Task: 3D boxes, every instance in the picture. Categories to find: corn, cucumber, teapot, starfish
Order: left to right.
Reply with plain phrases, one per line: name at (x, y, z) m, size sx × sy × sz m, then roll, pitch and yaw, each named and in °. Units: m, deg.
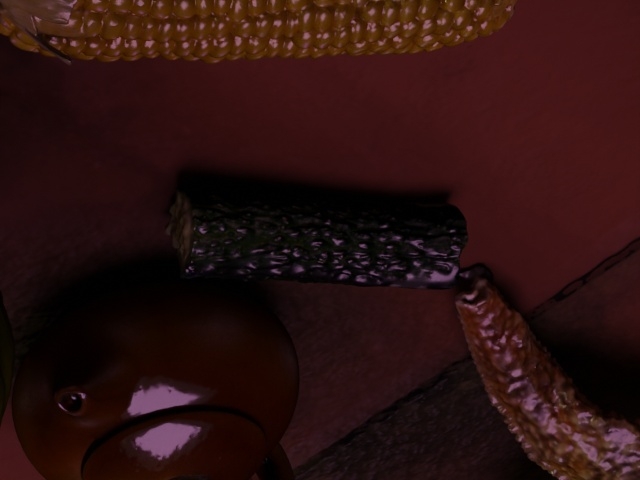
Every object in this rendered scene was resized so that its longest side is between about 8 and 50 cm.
teapot at (-0.086, 0.121, 1.095) m, size 0.178 × 0.135 × 0.252 m, roll -26°, pitch 141°, yaw 19°
corn at (-0.032, -0.127, 0.833) m, size 0.260 × 0.091 × 0.091 m, roll 0°, pitch 99°, yaw -20°
cucumber at (0.000, -0.001, 1.039) m, size 0.187 × 0.058 × 0.058 m, roll 4°, pitch 139°, yaw -27°
starfish at (0.248, 0.169, 1.303) m, size 0.398 × 0.132 × 0.384 m, roll -1°, pitch 145°, yaw -14°

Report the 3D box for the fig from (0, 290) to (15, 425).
fig at (-0.261, 0.010, 0.833) m, size 0.233 × 0.233 × 0.314 m, roll -5°, pitch 111°, yaw -15°
